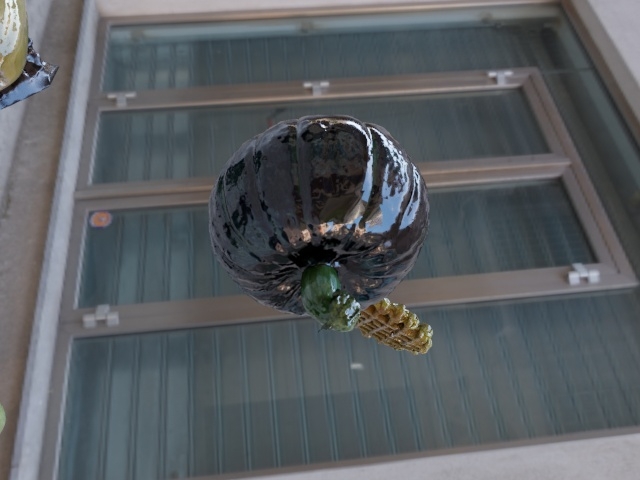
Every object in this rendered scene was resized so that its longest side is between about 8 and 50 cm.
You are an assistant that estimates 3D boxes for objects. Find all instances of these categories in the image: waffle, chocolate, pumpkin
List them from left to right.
[{"bbox_3d":[-0.575,-0.319,1.027,0.206,0.224,0.177,-104,-179,-53],"label":"chocolate"},{"bbox_3d":[0.000,0.000,0.694,0.248,0.247,0.248,175,-90,-85],"label":"pumpkin"},{"bbox_3d":[0.106,0.138,1.093,0.038,0.191,0.191,-60,172,-21],"label":"waffle"}]

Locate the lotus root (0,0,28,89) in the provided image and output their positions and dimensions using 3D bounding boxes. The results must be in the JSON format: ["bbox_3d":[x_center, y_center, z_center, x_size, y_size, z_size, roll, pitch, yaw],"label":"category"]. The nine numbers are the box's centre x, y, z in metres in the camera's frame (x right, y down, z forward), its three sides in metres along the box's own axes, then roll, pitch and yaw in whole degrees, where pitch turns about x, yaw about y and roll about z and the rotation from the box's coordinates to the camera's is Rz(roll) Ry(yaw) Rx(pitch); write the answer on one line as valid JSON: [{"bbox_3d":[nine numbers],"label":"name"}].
[{"bbox_3d":[-0.454,-0.333,0.767,0.169,0.151,0.343,10,61,-68],"label":"lotus root"}]

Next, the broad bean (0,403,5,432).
[{"bbox_3d":[-0.572,0.290,0.955,0.124,0.174,0.082,44,-41,6],"label":"broad bean"}]
